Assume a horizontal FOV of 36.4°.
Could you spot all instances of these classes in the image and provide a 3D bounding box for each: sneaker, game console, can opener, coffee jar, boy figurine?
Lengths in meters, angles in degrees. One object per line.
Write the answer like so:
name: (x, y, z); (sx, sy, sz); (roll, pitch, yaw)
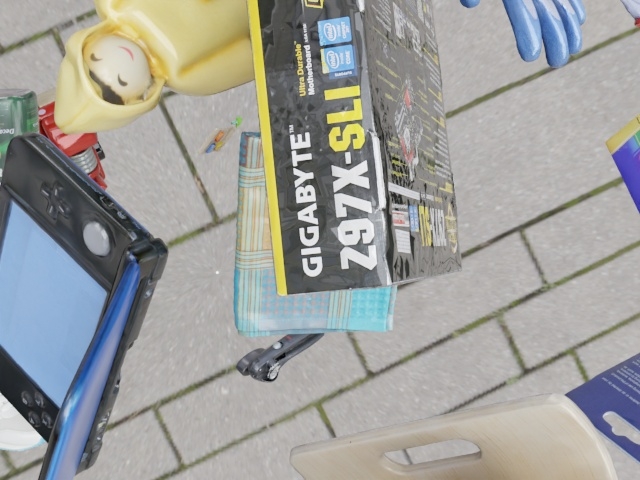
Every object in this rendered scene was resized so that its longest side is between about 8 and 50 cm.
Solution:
sneaker: (-0.469, 0.212, 1.371); (0.229, 0.087, 0.092); (29, 124, 17)
game console: (-0.245, 0.106, 0.783); (0.250, 0.173, 0.293); (40, 129, 18)
can opener: (-0.060, 0.186, 1.703); (0.186, 0.059, 0.073); (-30, 56, -31)
coffee jar: (-0.384, -0.089, 1.190); (0.096, 0.079, 0.184); (-5, 107, 1)
boy figurine: (-0.108, -0.194, 0.767); (0.285, 0.092, 0.177); (-45, 108, -24)

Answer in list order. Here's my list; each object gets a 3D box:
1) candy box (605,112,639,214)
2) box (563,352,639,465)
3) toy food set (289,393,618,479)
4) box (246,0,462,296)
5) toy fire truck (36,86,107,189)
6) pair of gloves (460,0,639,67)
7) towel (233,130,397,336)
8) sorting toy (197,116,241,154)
candy box: (0.515, -0.063, 1.129); (0.122, 0.268, 0.317); (4, 56, -31)
box: (0.313, 0.111, 0.745); (0.225, 0.136, 0.036); (-24, 115, -12)
toy food set: (0.045, 0.246, 0.521); (0.092, 0.220, 0.306); (34, 50, -34)
box: (0.037, -0.095, 0.722); (0.079, 0.322, 0.257); (-5, 89, 16)
toy fire truck: (-0.477, -0.144, 1.875); (0.159, 0.217, 0.246); (-28, 53, -17)
pair of gloves: (0.140, -0.186, 0.582); (0.198, 0.023, 0.159); (-22, 82, -36)
towel: (0.000, 0.000, 1.541); (0.272, 0.040, 0.370); (-1, 123, -8)
sorting toy: (-0.163, -0.175, 1.621); (0.012, 0.062, 0.083); (47, 114, 13)
